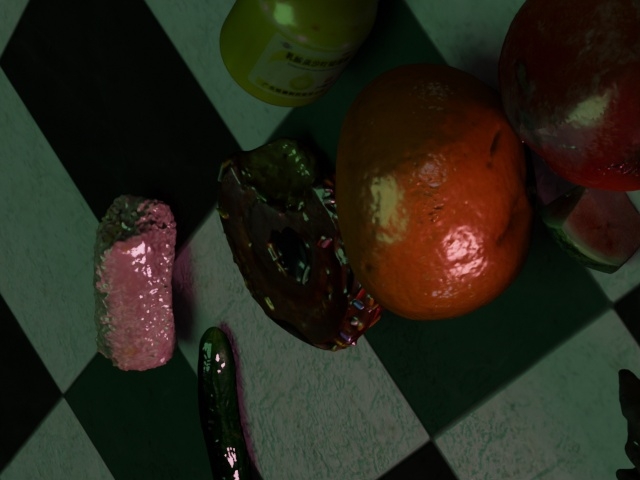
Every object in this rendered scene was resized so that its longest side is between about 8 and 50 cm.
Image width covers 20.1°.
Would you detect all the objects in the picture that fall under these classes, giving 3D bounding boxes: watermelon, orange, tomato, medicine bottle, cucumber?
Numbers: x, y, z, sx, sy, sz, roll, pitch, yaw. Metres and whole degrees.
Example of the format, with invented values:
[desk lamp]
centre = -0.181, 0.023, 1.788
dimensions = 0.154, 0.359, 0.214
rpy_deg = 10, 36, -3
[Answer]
[watermelon]
centre = 0.237, -0.010, 1.547
dimensions = 0.084, 0.072, 0.092
rpy_deg = 54, -175, -6
[orange]
centre = 0.102, -0.042, 1.562
dimensions = 0.170, 0.224, 0.224
rpy_deg = -4, 115, 9
[tomato]
centre = 0.215, -0.116, 1.447
dimensions = 0.189, 0.099, 0.173
rpy_deg = 58, 146, -5
[medicine bottle]
centre = -0.004, -0.223, 1.650
dimensions = 0.122, 0.122, 0.212
rpy_deg = 55, 145, 12
[cucumber]
centre = -0.115, 0.229, 2.165
dimensions = 0.056, 0.056, 0.284
rpy_deg = 21, 125, 45

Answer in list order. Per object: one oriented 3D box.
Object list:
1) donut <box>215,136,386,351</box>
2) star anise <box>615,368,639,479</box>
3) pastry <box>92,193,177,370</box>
[donut]
centre = -0.001, 0.000, 1.821
dimensions = 0.230, 0.096, 0.216
rpy_deg = 2, 116, 52
[star anise]
centre = 0.312, 0.237, 1.449
dimensions = 0.315, 0.315, 0.108
rpy_deg = 49, -175, 20
[pastry]
centre = -0.221, 0.070, 2.145
dimensions = 0.265, 0.102, 0.112
rpy_deg = 93, 176, -46
